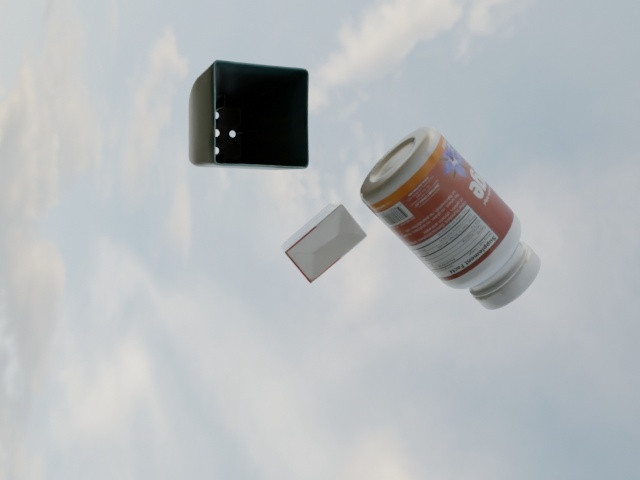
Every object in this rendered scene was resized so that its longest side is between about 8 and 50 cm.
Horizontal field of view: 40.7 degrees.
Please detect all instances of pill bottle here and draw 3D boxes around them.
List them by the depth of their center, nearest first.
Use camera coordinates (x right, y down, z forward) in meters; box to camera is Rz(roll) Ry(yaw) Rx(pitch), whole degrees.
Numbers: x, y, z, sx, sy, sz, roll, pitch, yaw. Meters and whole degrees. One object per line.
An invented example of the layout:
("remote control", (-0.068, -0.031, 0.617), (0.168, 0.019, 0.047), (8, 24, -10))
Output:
("pill bottle", (0.159, -0.022, 1.028), (0.121, 0.216, 0.121), (-42, -165, 14))

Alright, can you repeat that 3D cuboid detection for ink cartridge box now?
("ink cartridge box", (0.000, 0.000, 1.376), (0.115, 0.067, 0.198), (-40, -175, -3))

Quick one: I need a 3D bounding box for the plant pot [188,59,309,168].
("plant pot", (-0.145, -0.198, 1.486), (0.234, 0.165, 0.166), (-2, -92, 63))
